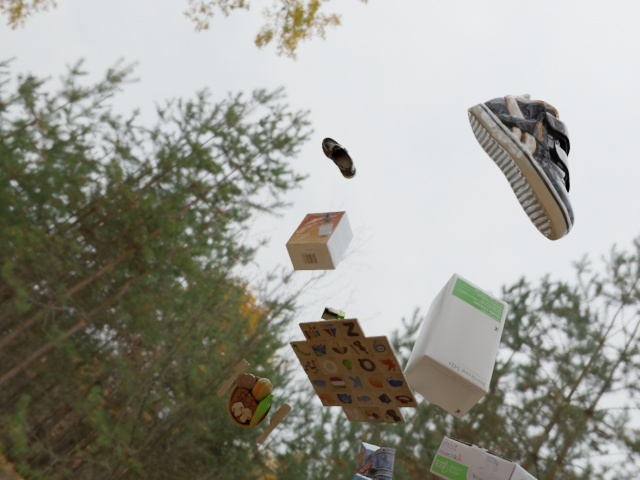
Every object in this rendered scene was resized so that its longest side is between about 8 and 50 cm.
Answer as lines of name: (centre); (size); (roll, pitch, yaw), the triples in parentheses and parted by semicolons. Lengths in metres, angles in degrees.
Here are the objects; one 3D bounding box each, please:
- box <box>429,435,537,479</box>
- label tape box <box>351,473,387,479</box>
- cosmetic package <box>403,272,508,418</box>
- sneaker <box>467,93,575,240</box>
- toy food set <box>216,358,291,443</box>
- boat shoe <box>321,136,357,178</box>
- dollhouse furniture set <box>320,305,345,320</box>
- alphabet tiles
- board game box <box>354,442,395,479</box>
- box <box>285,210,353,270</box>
box: (0.502, 0.708, 1.741); (0.231, 0.126, 0.262); (41, -21, -30)
label tape box: (0.175, 0.625, 1.365); (0.334, 0.105, 0.241); (21, -16, -23)
cosmetic package: (0.387, 0.289, 1.683); (0.197, 0.365, 0.155); (31, -49, 2)
sneaker: (0.364, -0.145, 0.992); (0.126, 0.127, 0.321); (62, 8, -49)
toy food set: (-0.173, 0.384, 1.429); (0.192, 0.132, 0.038); (36, -6, 34)
boat shoe: (0.038, -0.188, 1.295); (0.125, 0.046, 0.038); (61, -4, 30)
dollhouse furniture set: (0.027, 0.231, 1.621); (0.059, 0.151, 0.076); (21, -70, 0)
alphabet tiles: (0.083, 0.338, 1.507); (0.285, 0.011, 0.342); (-10, -64, 33)
board game box: (0.146, 0.658, 1.677); (0.060, 0.194, 0.194); (18, -38, -7)
box: (0.000, 0.000, 1.664); (0.130, 0.170, 0.091); (-3, -58, 25)
